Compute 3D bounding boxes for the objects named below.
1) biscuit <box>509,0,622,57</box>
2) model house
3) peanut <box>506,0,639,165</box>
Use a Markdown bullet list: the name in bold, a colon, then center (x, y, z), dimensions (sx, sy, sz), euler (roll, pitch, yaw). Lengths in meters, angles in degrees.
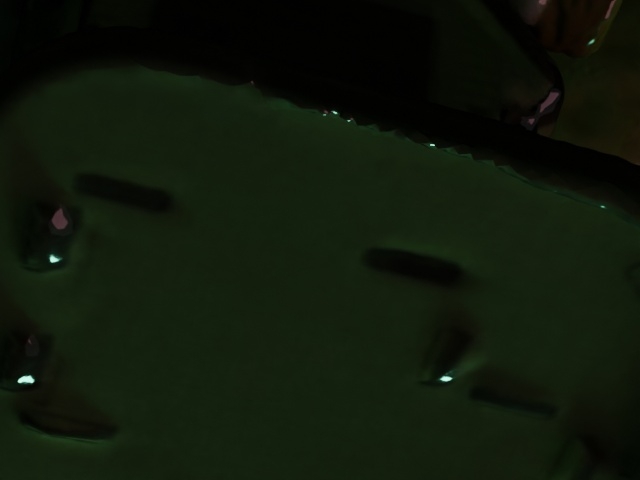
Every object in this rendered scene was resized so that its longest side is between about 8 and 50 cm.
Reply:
- **biscuit**: center (0.115, -0.216, 0.595), dimensions (0.197, 0.049, 0.302), euler (-80, -172, -65)
- **model house**: center (0.011, -0.044, 0.599), dimensions (0.218, 0.204, 0.279), euler (112, -9, -45)
- **peanut**: center (0.200, -0.118, 0.911), dimensions (0.387, 0.169, 0.192), euler (-47, 157, -22)
